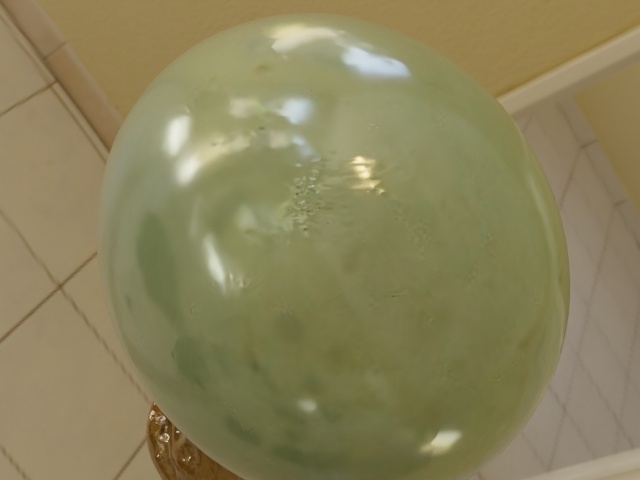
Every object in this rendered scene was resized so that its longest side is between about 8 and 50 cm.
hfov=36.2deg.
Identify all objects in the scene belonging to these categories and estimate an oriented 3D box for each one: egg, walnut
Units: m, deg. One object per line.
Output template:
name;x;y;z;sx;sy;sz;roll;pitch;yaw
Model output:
egg;0.000;0.000;0.618;0.276;0.276;0.389;41;9;-32
walnut;-0.080;0.168;0.874;0.149;0.166;0.166;-5;68;-15
